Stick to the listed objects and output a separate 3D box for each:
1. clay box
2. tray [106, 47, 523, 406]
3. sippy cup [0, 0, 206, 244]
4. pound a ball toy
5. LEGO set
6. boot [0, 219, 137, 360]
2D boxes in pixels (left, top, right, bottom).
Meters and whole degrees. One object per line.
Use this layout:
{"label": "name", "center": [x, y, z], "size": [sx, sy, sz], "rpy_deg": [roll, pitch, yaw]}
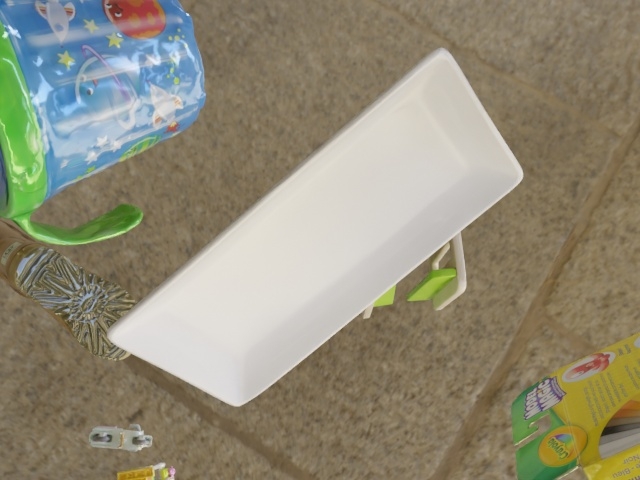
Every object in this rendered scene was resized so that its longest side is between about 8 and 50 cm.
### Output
{"label": "clay box", "center": [0.203, 0.070, 0.368], "size": [0.222, 0.127, 0.053], "rpy_deg": [-30, 92, 16]}
{"label": "tray", "center": [0.000, 0.000, 0.508], "size": [0.270, 0.145, 0.030], "rpy_deg": [-40, 47, 7]}
{"label": "sippy cup", "center": [-0.248, -0.164, 0.765], "size": [0.224, 0.305, 0.240], "rpy_deg": [-23, 66, -31]}
{"label": "pound a ball toy", "center": [0.072, 0.027, 1.035], "size": [0.208, 0.319, 0.135], "rpy_deg": [-7, 79, 1]}
{"label": "LEGO set", "center": [-0.250, 0.381, 0.970], "size": [0.132, 0.107, 0.286], "rpy_deg": [12, 83, 10]}
{"label": "boot", "center": [-0.386, 0.042, 1.042], "size": [0.270, 0.236, 0.089], "rpy_deg": [19, 63, 42]}
